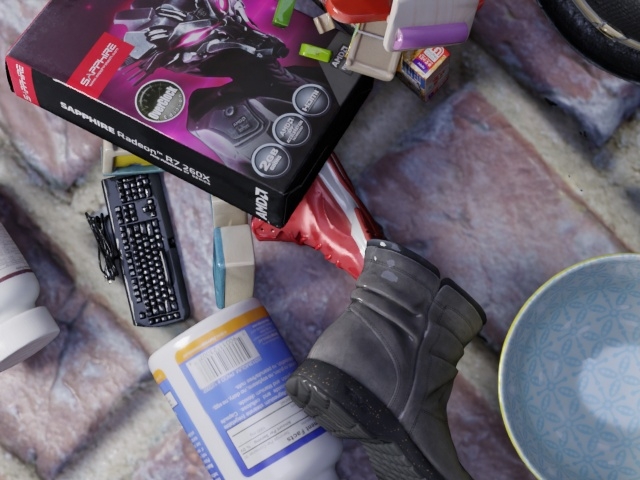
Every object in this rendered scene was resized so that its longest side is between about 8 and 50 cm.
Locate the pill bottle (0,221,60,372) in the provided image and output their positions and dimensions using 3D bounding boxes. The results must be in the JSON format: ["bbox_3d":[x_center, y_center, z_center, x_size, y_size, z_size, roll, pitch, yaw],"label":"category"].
[{"bbox_3d":[-0.409,0.042,1.630,0.121,0.121,0.221,-34,84,0],"label":"pill bottle"}]

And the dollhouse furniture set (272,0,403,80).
[{"bbox_3d":[0.023,-0.232,1.536,0.152,0.058,0.076,16,97,-5],"label":"dollhouse furniture set"}]

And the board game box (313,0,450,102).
[{"bbox_3d":[0.066,-0.252,1.611,0.193,0.147,0.045,43,89,6],"label":"board game box"}]

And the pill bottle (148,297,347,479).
[{"bbox_3d":[-0.068,0.215,1.577,0.152,0.152,0.272,-31,85,1],"label":"pill bottle"}]

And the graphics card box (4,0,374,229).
[{"bbox_3d":[-0.147,-0.195,1.597,0.371,0.094,0.232,28,64,10],"label":"graphics card box"}]

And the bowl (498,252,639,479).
[{"bbox_3d":[0.339,0.164,1.552,0.290,0.156,0.289,0,85,3],"label":"bowl"}]

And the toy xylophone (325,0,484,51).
[{"bbox_3d":[0.082,-0.345,1.533,0.236,0.081,0.322,-4,52,-28],"label":"toy xylophone"}]

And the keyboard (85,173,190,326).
[{"bbox_3d":[-0.225,0.013,1.663,0.100,0.038,0.192,-15,83,2],"label":"keyboard"}]

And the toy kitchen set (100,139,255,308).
[{"bbox_3d":[-0.170,-0.030,1.631,0.166,0.122,0.207,-5,63,-7],"label":"toy kitchen set"}]

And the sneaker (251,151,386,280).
[{"bbox_3d":[0.000,0.000,1.638,0.128,0.087,0.221,-29,75,12],"label":"sneaker"}]

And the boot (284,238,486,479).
[{"bbox_3d":[0.133,0.170,1.555,0.338,0.118,0.222,48,63,-29],"label":"boot"}]

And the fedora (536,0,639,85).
[{"bbox_3d":[0.399,-0.330,1.559,0.334,0.152,0.334,0,99,-2],"label":"fedora"}]
